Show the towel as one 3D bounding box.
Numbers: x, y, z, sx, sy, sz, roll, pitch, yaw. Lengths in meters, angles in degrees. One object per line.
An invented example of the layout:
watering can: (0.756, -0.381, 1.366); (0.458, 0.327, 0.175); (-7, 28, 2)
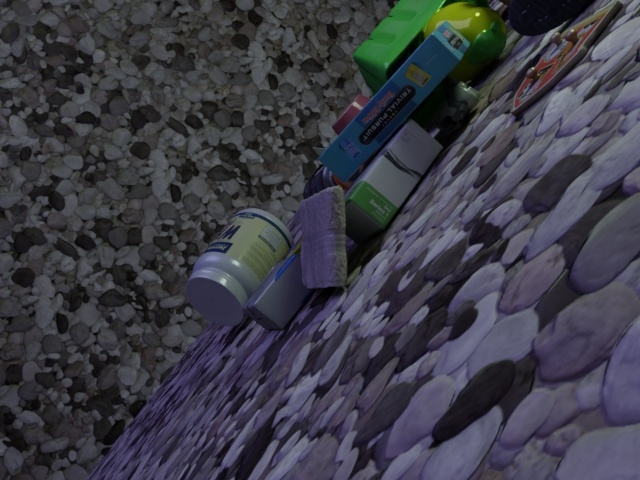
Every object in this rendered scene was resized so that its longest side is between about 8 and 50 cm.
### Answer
towel: (0.000, 0.000, 1.412); (0.282, 0.049, 0.187); (161, 107, -78)

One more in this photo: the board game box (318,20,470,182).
board game box: (0.158, -0.291, 1.509); (0.336, 0.079, 0.254); (-45, 4, 27)

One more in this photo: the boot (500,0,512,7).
boot: (0.416, -0.587, 1.468); (0.269, 0.089, 0.236); (-130, 47, -54)

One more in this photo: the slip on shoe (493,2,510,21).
slip on shoe: (0.523, -0.641, 1.946); (0.135, 0.051, 0.041); (-35, 55, 39)

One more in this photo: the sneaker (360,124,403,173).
sneaker: (0.166, -0.215, 1.904); (0.192, 0.064, 0.086); (-52, -1, -19)

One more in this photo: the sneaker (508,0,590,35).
sneaker: (0.467, -0.481, 1.258); (0.319, 0.112, 0.131); (-44, -8, 26)

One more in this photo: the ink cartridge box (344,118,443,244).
ink cartridge box: (0.127, -0.115, 1.440); (0.219, 0.092, 0.160); (-52, 5, -18)

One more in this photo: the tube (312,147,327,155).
tube: (0.059, -0.228, 2.149); (0.070, 0.062, 0.240); (-33, -24, 10)

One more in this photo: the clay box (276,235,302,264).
clay box: (-0.053, 0.033, 2.005); (0.222, 0.053, 0.127); (-48, 8, 28)

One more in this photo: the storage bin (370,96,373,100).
storage bin: (0.212, -0.436, 2.516); (0.260, 0.123, 0.262); (-47, 8, 22)

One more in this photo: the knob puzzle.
knob puzzle: (0.349, -0.273, 1.109); (0.213, 0.030, 0.213); (-50, 7, 8)

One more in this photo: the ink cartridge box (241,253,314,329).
ink cartridge box: (-0.090, 0.119, 1.632); (0.148, 0.086, 0.203); (-52, 6, -14)

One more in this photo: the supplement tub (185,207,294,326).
supplement tub: (-0.246, 0.081, 2.231); (0.235, 0.235, 0.325); (-43, 10, 47)

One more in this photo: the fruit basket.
fruit basket: (0.308, -0.456, 1.732); (0.392, 0.283, 0.392); (-14, 54, 19)

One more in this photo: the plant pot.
plant pot: (0.141, -0.325, 2.136); (0.201, 0.180, 0.201); (-49, 7, 8)

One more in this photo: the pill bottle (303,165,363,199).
pill bottle: (0.045, -0.158, 2.071); (0.130, 0.130, 0.245); (-53, 7, -21)

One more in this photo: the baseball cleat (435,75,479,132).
baseball cleat: (0.272, -0.282, 1.504); (0.109, 0.072, 0.206); (-56, 2, 13)
